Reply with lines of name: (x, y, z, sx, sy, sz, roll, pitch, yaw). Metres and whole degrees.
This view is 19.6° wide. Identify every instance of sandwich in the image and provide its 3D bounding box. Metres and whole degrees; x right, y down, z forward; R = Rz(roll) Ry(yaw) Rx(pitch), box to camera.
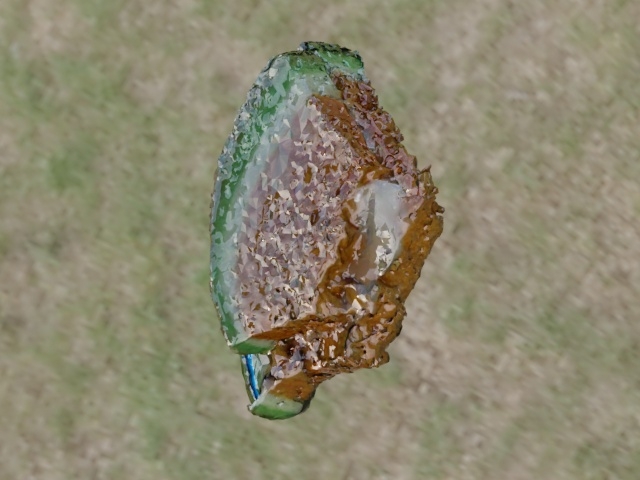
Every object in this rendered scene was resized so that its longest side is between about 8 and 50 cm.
sandwich: (-0.010, 0.003, 1.167, 0.159, 0.079, 0.235, 37, 113, 47)
